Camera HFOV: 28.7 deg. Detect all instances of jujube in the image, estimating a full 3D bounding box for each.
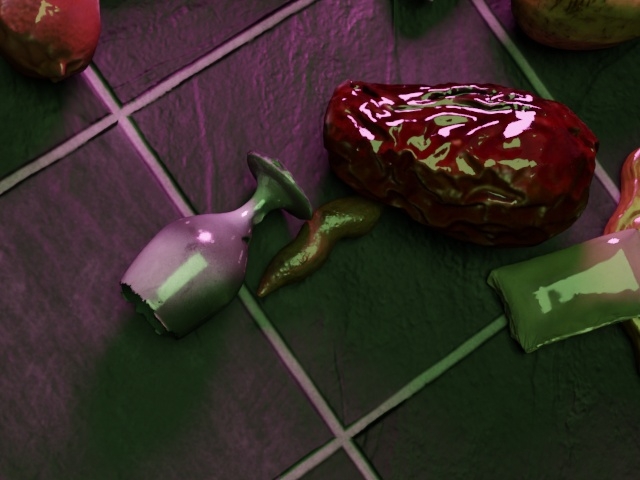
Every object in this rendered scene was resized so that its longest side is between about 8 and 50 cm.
[{"bbox_3d":[0.169,-0.107,1.568,0.342,0.216,0.216,16,77,-1],"label":"jujube"}]

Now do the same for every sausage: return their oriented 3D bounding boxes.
[{"bbox_3d":[-0.345,-0.312,1.538,0.148,0.148,0.254,-11,80,-12],"label":"sausage"}]

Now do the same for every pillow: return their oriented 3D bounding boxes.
[{"bbox_3d":[0.330,0.065,1.618,0.208,0.053,0.119,-19,86,4],"label":"pillow"}]

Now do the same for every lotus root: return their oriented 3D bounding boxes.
[{"bbox_3d":[0.350,-0.324,1.660,0.257,0.154,0.140,7,73,-13],"label":"lotus root"}]

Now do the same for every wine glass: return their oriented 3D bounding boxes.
[{"bbox_3d":[-0.128,0.008,1.526,0.241,0.126,0.126,-43,90,-15],"label":"wine glass"}]

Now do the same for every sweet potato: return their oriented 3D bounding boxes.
[{"bbox_3d":[-0.002,-0.003,1.587,0.218,0.051,0.065,-37,90,-15],"label":"sweet potato"}]

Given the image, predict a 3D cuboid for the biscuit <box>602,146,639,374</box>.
[{"bbox_3d":[0.563,0.028,1.681,0.365,0.062,0.385,-7,81,-11],"label":"biscuit"}]
